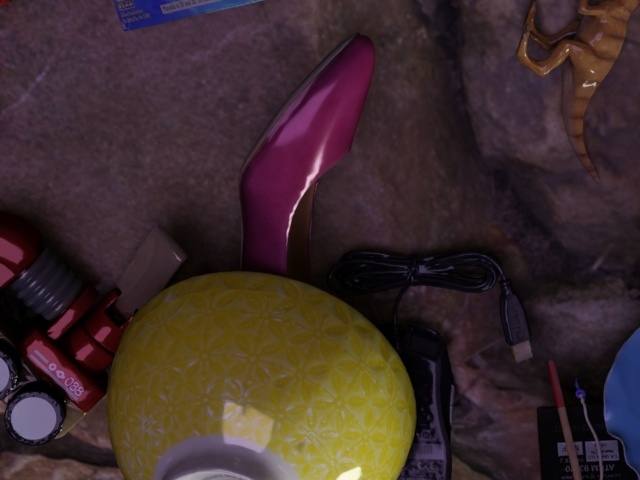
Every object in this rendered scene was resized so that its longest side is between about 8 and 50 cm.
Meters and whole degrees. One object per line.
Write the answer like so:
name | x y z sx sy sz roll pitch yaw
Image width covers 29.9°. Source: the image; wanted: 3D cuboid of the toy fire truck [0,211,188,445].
toy fire truck | -0.255 0.047 1.152 0.246 0.158 0.217 -43 103 1

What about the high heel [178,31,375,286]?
high heel | 0.000 0.000 1.083 0.181 0.127 0.377 33 125 2

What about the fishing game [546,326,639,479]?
fishing game | 0.328 0.139 1.000 0.264 0.041 0.189 -13 66 12

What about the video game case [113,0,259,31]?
video game case | -0.098 -0.309 0.957 0.269 0.061 0.244 -3 111 43

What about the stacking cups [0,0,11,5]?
stacking cups | -0.333 -0.356 1.031 0.096 0.096 0.316 -8 108 14

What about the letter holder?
letter holder | 0.361 0.239 1.093 0.301 0.214 0.152 -6 68 13

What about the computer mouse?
computer mouse | 0.115 0.128 1.143 0.184 0.060 0.262 -7 97 18

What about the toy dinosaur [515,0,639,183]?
toy dinosaur | 0.221 -0.152 1.015 0.112 0.064 0.212 18 112 3

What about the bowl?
bowl | -0.067 0.188 1.048 0.289 0.156 0.290 6 124 9
